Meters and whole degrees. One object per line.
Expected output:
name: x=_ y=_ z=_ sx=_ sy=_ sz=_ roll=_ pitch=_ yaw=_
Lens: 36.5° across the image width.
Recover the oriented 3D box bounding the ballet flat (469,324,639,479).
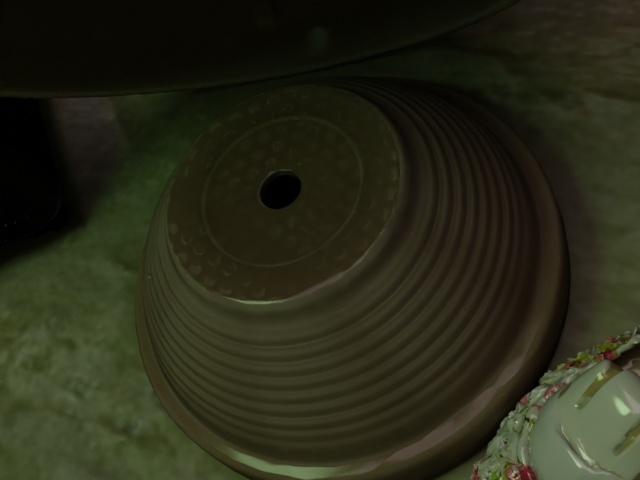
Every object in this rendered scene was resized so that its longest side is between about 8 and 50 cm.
ballet flat: x=0.155 y=0.060 z=0.415 sx=0.241 sy=0.077 sz=0.091 roll=-36 pitch=58 yaw=1

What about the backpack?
backpack: x=-0.266 y=-0.049 z=0.613 sx=0.173 sy=0.117 sz=0.158 roll=-27 pitch=56 yaw=9

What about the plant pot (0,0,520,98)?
plant pot: x=-0.077 y=-0.250 z=0.453 sx=0.334 sy=0.334 sz=0.305 roll=-9 pitch=89 yaw=17

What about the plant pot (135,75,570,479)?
plant pot: x=0.000 y=0.000 z=0.487 sx=0.237 sy=0.110 sz=0.237 roll=-8 pitch=61 yaw=16
